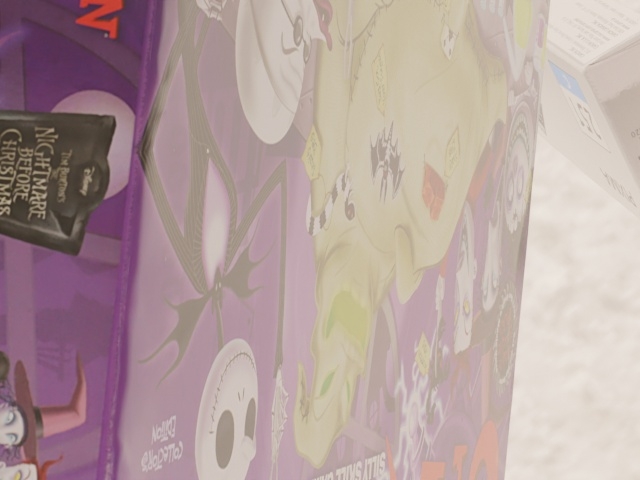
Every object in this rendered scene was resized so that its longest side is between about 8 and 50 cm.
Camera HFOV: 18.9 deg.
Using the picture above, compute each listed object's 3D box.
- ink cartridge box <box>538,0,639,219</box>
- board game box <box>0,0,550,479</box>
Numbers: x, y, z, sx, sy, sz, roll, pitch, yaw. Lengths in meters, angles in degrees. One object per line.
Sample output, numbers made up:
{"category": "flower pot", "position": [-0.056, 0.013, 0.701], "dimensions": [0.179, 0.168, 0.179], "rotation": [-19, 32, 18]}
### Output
{"category": "ink cartridge box", "position": [0.220, -0.065, 1.389], "dimensions": [0.066, 0.296, 0.261], "rotation": [-31, 112, -1]}
{"category": "board game box", "position": [0.000, 0.000, 0.481], "dimensions": [0.056, 0.347, 0.208], "rotation": [9, 89, 17]}
